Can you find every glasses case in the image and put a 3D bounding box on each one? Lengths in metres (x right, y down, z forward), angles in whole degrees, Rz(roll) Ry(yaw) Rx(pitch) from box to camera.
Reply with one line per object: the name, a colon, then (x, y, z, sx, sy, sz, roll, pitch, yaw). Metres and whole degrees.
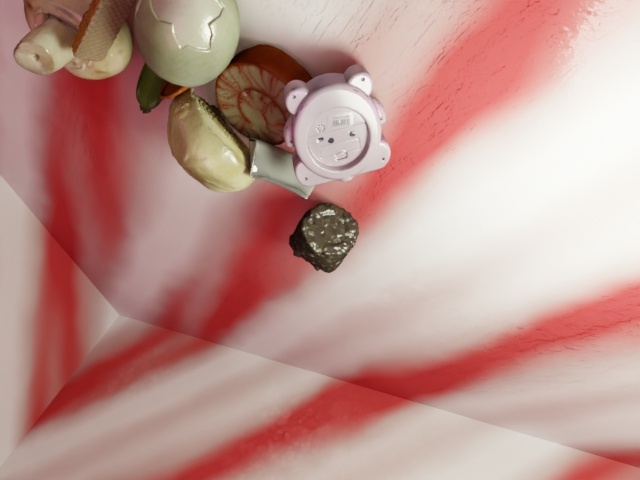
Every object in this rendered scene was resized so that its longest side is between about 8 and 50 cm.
glasses case: (-0.130, -0.230, 1.796, 0.083, 0.128, 0.308, 8, 174, 41)

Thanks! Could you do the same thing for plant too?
plant: (0.000, 0.000, 2.042, 0.215, 0.213, 0.312, 33, 156, -7)

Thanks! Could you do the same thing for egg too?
egg: (-0.355, -0.585, 1.493, 0.278, 0.278, 0.336, 31, 144, -2)

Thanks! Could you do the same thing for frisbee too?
frisbee: (-0.418, -0.499, 1.727, 0.192, 0.192, 0.035, -3, 139, 39)

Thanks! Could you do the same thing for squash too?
squash: (-0.556, -0.539, 1.863, 0.101, 0.101, 0.379, 38, 147, -11)

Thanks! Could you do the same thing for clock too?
clock: (0.041, -0.321, 1.579, 0.296, 0.113, 0.322, -14, 131, 0)

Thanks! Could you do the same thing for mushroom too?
mushroom: (-0.739, -0.648, 1.705, 0.325, 0.353, 0.353, 8, 156, -29)

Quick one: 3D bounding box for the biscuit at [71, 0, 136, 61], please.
biscuit: (-0.569, -0.631, 1.507, 0.379, 0.094, 0.054, -39, 64, 37)

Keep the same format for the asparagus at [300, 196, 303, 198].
asparagus: (-0.089, -0.207, 2.013, 0.016, 0.016, 0.162, -6, 134, 15)

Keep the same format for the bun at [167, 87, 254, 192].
bun: (-0.368, -0.297, 1.796, 0.364, 0.202, 0.364, 50, -174, -7)

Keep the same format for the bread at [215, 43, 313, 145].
bread: (-0.167, -0.436, 1.689, 0.328, 0.114, 0.295, -9, 130, 45)
